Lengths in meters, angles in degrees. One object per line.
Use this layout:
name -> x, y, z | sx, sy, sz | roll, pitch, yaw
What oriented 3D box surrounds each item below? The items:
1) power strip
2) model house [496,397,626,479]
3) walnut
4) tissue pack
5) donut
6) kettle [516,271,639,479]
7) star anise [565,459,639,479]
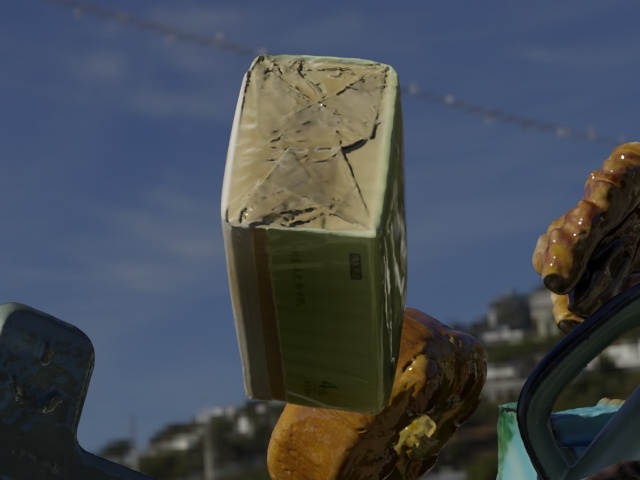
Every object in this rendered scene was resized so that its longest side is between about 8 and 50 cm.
power strip -> -0.185, 0.132, 1.124 | 0.265, 0.193, 0.059 | 25, -26, -26
model house -> 0.324, 0.266, 1.944 | 0.241, 0.261, 0.226 | -11, 1, -14
walnut -> 0.232, -0.004, 1.611 | 0.069, 0.170, 0.143 | 21, -34, 42
tissue pack -> 0.000, 0.000, 1.468 | 0.125, 0.159, 0.234 | 4, -37, 6
donut -> 0.051, 0.157, 1.790 | 0.114, 0.226, 0.226 | 36, 1, 19
kettle -> 0.261, 0.162, 1.494 | 0.255, 0.240, 0.165 | -56, -10, 21
star anise -> 0.131, 0.266, 1.337 | 0.110, 0.198, 0.257 | 38, -48, -4
